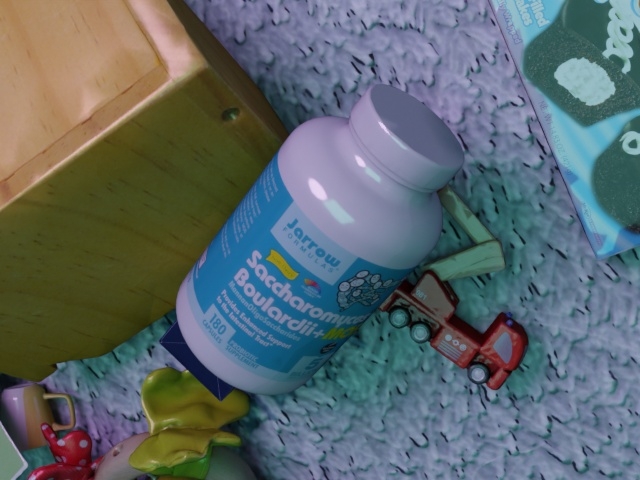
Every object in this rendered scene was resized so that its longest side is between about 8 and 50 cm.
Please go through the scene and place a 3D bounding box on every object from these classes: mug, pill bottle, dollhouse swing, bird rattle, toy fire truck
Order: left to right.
[{"bbox_3d":[-0.309,0.186,0.873,0.062,0.078,0.064,-10,88,58],"label":"mug"},{"bbox_3d":[-0.252,-0.111,0.742,0.347,0.315,0.305,-35,59,8],"label":"dollhouse swing"},{"bbox_3d":[-0.164,0.247,0.804,0.253,0.143,0.207,-36,114,14],"label":"bird rattle"},{"bbox_3d":[0.000,0.000,0.673,0.146,0.146,0.264,41,122,4],"label":"pill bottle"},{"bbox_3d":[0.120,0.030,0.738,0.192,0.047,0.135,35,105,5],"label":"toy fire truck"}]

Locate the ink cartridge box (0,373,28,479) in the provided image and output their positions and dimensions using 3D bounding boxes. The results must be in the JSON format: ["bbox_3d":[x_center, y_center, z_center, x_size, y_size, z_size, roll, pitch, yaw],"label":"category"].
[{"bbox_3d":[-0.397,0.190,0.861,0.171,0.056,0.235,-47,72,16],"label":"ink cartridge box"}]

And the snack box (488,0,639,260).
[{"bbox_3d":[0.253,-0.167,0.663,0.187,0.060,0.322,-23,94,16],"label":"snack box"}]

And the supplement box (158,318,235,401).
[{"bbox_3d":[-0.092,0.093,0.780,0.083,0.083,0.056,43,113,3],"label":"supplement box"}]
